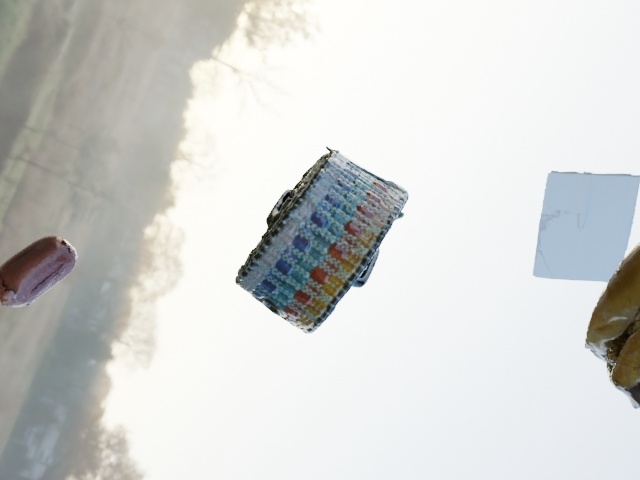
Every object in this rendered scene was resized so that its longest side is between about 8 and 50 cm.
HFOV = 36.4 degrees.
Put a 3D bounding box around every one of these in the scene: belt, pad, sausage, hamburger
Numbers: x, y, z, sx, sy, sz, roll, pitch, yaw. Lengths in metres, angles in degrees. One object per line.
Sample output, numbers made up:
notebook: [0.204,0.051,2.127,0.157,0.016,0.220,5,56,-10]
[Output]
belt: [0.000,0.000,1.247,0.207,0.150,0.257,-50,-175,30]
pad: [0.450,-0.020,1.656,0.004,0.156,0.232,-78,170,-52]
sausage: [-0.432,0.044,1.475,0.141,0.076,0.076,-37,-179,-27]
hamburger: [0.493,0.083,1.268,0.174,0.304,0.284,52,-60,32]
